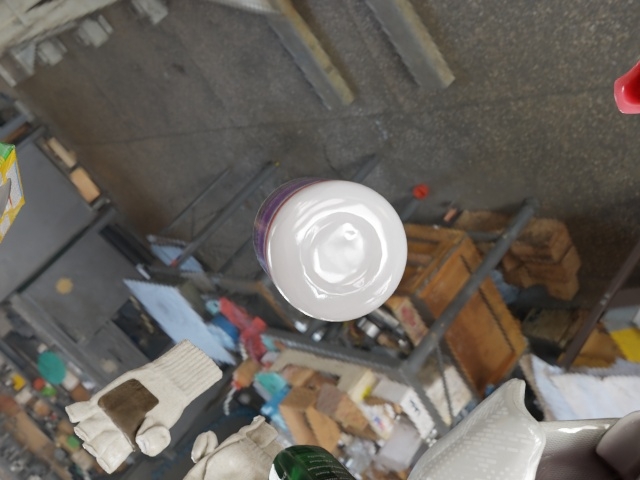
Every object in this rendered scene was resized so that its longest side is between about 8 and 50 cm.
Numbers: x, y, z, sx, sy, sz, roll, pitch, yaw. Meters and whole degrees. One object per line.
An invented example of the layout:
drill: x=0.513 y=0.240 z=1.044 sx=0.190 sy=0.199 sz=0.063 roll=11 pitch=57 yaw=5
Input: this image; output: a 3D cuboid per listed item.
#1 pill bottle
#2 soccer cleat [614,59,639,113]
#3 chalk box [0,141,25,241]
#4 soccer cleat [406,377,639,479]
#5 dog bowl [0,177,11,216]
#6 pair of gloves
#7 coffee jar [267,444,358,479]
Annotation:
pill bottle: x=0.000 y=0.000 z=1.173 sx=0.181 sy=0.181 sz=0.323 roll=47 pitch=177 yaw=-11
soccer cleat: x=0.267 y=-0.134 z=0.527 sx=0.248 sy=0.095 sz=0.083 roll=59 pitch=-168 yaw=-82
chalk box: x=-0.539 y=-0.074 z=1.126 sx=0.213 sy=0.132 sz=0.132 roll=17 pitch=143 yaw=-1
soccer cleat: x=0.206 y=0.180 z=0.486 sx=0.331 sy=0.143 sz=0.116 roll=21 pitch=-157 yaw=-21
dog bowl: x=-0.479 y=-0.033 z=0.779 sx=0.349 sy=0.349 sz=0.102 roll=83 pitch=177 yaw=-53
pair of gloves: x=-0.158 y=0.239 z=0.974 sx=0.240 sy=0.204 sz=0.042 roll=46 pitch=140 yaw=19
coffee jar: x=0.012 y=0.273 z=0.806 sx=0.079 sy=0.096 sz=0.184 roll=8 pitch=-179 yaw=-26
